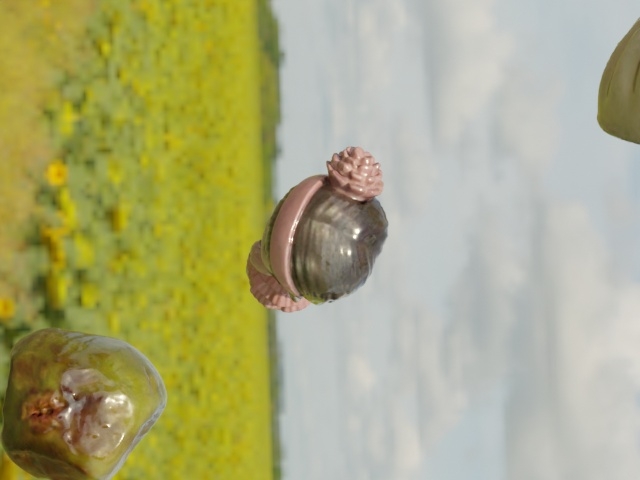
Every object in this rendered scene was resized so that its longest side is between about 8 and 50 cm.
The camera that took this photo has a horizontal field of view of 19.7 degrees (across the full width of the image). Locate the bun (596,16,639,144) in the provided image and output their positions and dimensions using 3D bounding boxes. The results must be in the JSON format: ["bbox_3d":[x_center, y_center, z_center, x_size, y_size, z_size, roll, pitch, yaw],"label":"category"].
[{"bbox_3d":[0.390,-0.179,1.711,0.263,0.263,0.175,-100,-170,-77],"label":"bun"}]

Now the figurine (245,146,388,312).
[{"bbox_3d":[0.000,0.000,0.888,0.072,0.054,0.129,-56,-178,-13],"label":"figurine"}]

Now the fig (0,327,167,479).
[{"bbox_3d":[-0.213,0.154,1.702,0.154,0.165,0.144,38,-59,37],"label":"fig"}]
